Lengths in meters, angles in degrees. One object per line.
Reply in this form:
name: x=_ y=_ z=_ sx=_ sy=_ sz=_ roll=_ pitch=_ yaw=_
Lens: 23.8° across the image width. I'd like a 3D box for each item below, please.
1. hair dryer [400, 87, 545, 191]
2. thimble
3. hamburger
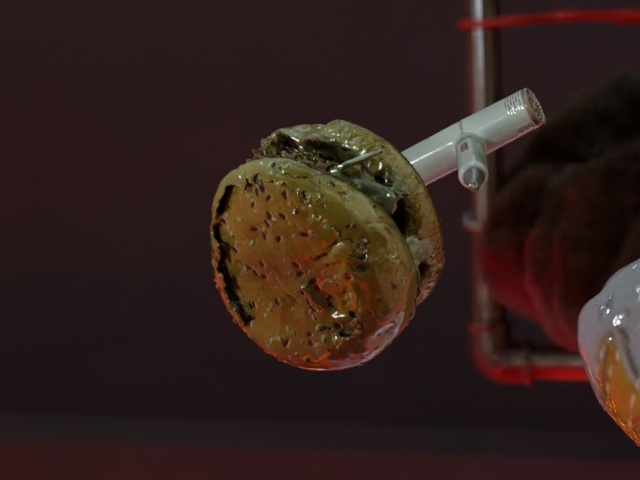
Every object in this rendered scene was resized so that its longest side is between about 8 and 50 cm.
hair dryer: x=0.122 y=-0.066 z=1.383 sx=0.044 sy=0.154 sz=0.183 roll=56 pitch=-155 yaw=-12
thimble: x=0.234 y=0.064 z=0.864 sx=0.118 sy=0.151 sz=0.127 roll=53 pitch=172 yaw=45
hamburger: x=0.000 y=0.000 z=1.111 sx=0.113 sy=0.177 sz=0.185 roll=-35 pitch=-17 yaw=-42
